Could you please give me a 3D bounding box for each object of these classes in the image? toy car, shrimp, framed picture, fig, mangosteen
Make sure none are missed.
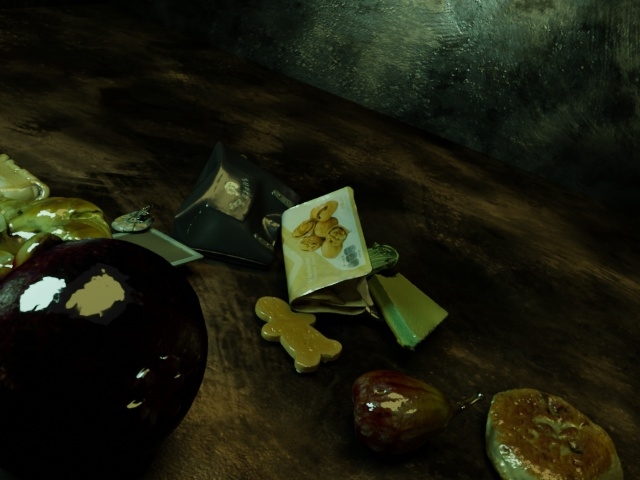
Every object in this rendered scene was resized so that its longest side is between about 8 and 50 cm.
[{"bbox_3d":[0.143,0.067,1.758,0.186,0.058,0.093,-18,44,-30],"label":"toy car"},{"bbox_3d":[-0.484,-0.052,1.627,0.091,0.034,0.161,17,27,13],"label":"shrimp"},{"bbox_3d":[-0.466,0.037,1.463,0.231,0.018,0.293,25,27,34],"label":"framed picture"},{"bbox_3d":[0.195,0.335,1.211,0.275,0.145,0.170,-3,33,-8],"label":"fig"},{"bbox_3d":[-0.395,0.170,0.974,0.436,0.381,0.382,17,24,32],"label":"mangosteen"}]

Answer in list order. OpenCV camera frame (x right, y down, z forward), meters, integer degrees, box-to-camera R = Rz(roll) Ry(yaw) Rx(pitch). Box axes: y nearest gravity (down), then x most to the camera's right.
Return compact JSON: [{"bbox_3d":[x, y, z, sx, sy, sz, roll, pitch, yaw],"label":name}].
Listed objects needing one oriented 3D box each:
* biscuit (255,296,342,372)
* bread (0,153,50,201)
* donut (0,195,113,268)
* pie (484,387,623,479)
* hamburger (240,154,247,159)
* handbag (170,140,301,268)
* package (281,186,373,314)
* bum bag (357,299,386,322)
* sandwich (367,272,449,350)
[{"bbox_3d":[-0.064,0.212,1.408,0.158,0.035,0.240,-9,39,-44],"label":"biscuit"},{"bbox_3d":[-0.810,-0.144,1.560,0.225,0.081,0.134,34,37,23],"label":"bread"},{"bbox_3d":[-0.605,0.025,1.245,0.361,0.169,0.360,3,29,-2],"label":"donut"},{"bbox_3d":[0.486,0.429,1.291,0.316,0.092,0.315,12,29,-7],"label":"pie"},{"bbox_3d":[-0.251,-0.160,1.883,0.131,0.124,0.262,-13,33,-14],"label":"hamburger"},{"bbox_3d":[-0.221,-0.082,1.663,0.288,0.152,0.342,24,57,-5],"label":"handbag"},{"bbox_3d":[0.030,0.047,1.560,0.222,0.165,0.311,-22,44,10],"label":"package"},{"bbox_3d":[0.092,0.169,1.563,0.198,0.049,0.087,19,21,-2],"label":"bum bag"},{"bbox_3d":[0.198,0.170,1.547,0.212,0.063,0.245,40,23,16],"label":"sandwich"}]
